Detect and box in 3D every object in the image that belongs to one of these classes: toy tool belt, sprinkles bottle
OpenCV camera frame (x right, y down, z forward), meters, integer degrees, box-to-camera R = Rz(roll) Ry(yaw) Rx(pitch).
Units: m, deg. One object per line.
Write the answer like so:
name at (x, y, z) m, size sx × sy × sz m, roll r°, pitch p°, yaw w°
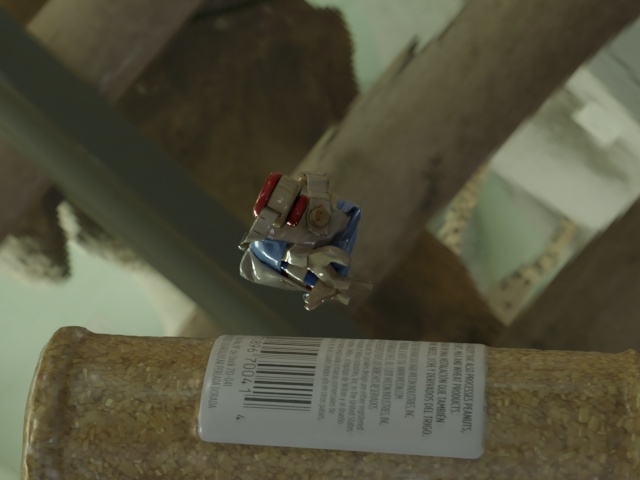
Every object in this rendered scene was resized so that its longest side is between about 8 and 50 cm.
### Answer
toy tool belt at (0.000, 0.000, 0.618) m, size 0.051 × 0.052 × 0.083 m, roll 26°, pitch 166°, yaw 4°
sprinkles bottle at (0.036, 0.108, 0.803) m, size 0.355 × 0.121 × 0.121 m, roll 2°, pitch 170°, yaw 5°
